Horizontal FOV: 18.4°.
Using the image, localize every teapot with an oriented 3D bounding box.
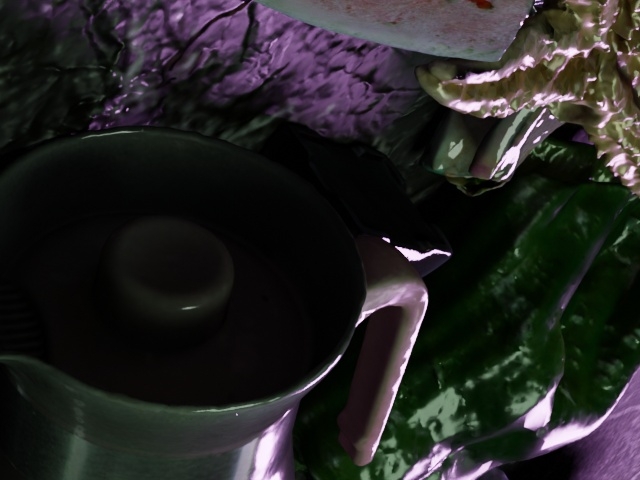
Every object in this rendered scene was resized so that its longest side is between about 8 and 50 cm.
[{"bbox_3d":[0.000,0.000,1.183,0.096,0.087,0.177,-43,156,19],"label":"teapot"},{"bbox_3d":[-0.088,0.124,1.083,0.300,0.253,0.344,-17,143,-31],"label":"teapot"}]

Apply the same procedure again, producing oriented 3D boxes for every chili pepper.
[{"bbox_3d":[0.133,0.063,1.376,0.385,0.167,0.213,-35,157,-12],"label":"chili pepper"}]

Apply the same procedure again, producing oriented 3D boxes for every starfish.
[{"bbox_3d":[0.214,-0.155,1.084,0.432,0.082,0.324,12,115,-52],"label":"starfish"}]

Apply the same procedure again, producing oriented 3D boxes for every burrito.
[{"bbox_3d":[0.186,-0.138,1.230,0.309,0.066,0.096,-41,158,10],"label":"burrito"}]

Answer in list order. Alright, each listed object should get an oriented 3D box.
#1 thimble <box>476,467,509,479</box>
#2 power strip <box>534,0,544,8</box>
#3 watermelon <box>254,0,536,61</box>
[{"bbox_3d":[0.084,0.223,1.623,0.118,0.127,0.151,-47,149,13],"label":"thimble"},{"bbox_3d":[0.111,-0.192,1.057,0.216,0.061,0.145,-15,139,-44],"label":"power strip"},{"bbox_3d":[0.025,-0.229,0.794,0.188,0.175,0.321,13,133,-3],"label":"watermelon"}]
